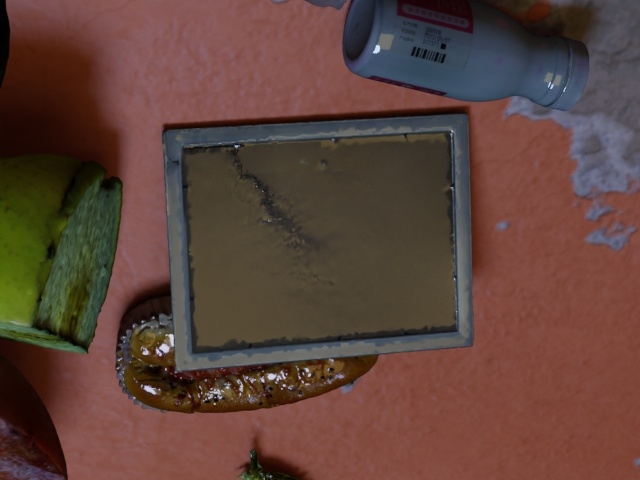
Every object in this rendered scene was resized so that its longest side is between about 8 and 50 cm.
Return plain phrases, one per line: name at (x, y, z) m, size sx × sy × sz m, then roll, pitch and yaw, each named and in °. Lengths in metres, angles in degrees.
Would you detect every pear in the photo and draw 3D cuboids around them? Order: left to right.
pear at (-0.315, 0.000, 1.707) m, size 0.292 × 0.292 × 0.159 m, roll 9°, pitch 82°, yaw -19°

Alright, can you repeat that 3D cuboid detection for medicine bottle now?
medicine bottle at (0.133, -0.171, 1.765) m, size 0.216 × 0.090 × 0.090 m, roll 12°, pitch 119°, yaw -21°

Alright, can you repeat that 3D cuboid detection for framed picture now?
framed picture at (0.000, 0.000, 1.839) m, size 0.293 × 0.018 × 0.231 m, roll -4°, pitch 100°, yaw -12°

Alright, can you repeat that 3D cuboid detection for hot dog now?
hot dog at (-0.068, 0.103, 1.901) m, size 0.268 × 0.075 × 0.144 m, roll -12°, pitch 122°, yaw -9°

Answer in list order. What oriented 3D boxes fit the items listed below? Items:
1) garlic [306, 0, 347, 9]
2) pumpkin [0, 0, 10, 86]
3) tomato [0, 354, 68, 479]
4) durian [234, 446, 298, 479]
garlic at (0.037, -0.314, 1.587) m, size 0.207 × 0.207 × 0.257 m, roll 39°, pitch 93°, yaw -31°
pumpkin at (-0.393, -0.182, 1.535) m, size 0.320 × 0.192 × 0.321 m, roll 1°, pitch 104°, yaw 4°
tomato at (-0.402, 0.179, 1.807) m, size 0.338 × 0.144 × 0.338 m, roll -5°, pitch 140°, yaw -4°
durian at (-0.050, 0.303, 2.038) m, size 0.100 × 0.086 × 0.215 m, roll 10°, pitch 122°, yaw -4°
